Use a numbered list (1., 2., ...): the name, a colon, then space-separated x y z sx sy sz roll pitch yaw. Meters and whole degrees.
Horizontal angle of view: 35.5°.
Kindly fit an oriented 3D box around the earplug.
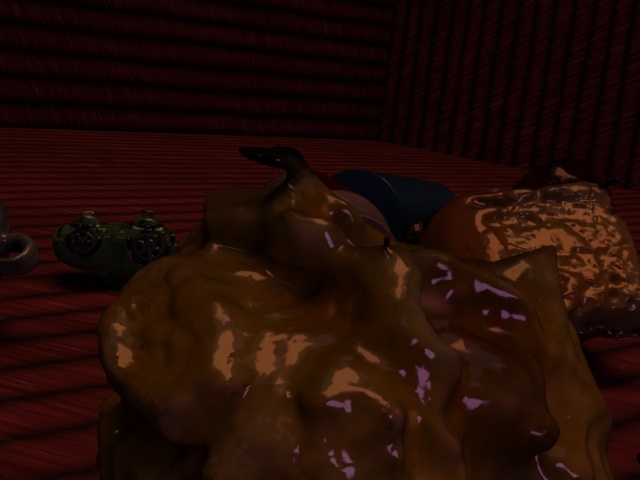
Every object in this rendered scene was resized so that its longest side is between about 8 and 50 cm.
1. earplug: 0.109 -0.028 1.343 0.132 0.133 0.273 12 9 29

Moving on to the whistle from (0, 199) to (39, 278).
1. whistle: -0.372 -0.007 0.842 0.289 0.164 0.163 9 11 11

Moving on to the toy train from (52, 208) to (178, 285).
1. toy train: -0.206 0.013 1.060 0.149 0.081 0.099 -1 12 -12

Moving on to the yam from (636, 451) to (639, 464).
1. yam: 0.244 0.165 0.640 0.033 0.027 0.129 -33 15 2

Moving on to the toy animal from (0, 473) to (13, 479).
1. toy animal: -0.279 0.108 0.452 0.195 0.091 0.324 6 -1 33

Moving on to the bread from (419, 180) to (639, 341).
1. bread: 0.193 0.026 1.003 0.204 0.163 0.262 -6 4 -10

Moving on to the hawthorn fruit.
1. hawthorn fruit: 0.343 -0.042 1.390 0.157 0.157 0.194 0 -27 -30

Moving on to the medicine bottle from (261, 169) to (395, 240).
1. medicine bottle: 0.000 0.000 1.089 0.131 0.131 0.250 4 11 -14

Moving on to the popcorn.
1. popcorn: 0.013 0.072 0.470 0.249 0.225 0.249 3 1 0

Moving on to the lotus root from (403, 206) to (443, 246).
1. lotus root: 0.195 0.013 1.191 0.209 0.120 0.120 2 11 -9
